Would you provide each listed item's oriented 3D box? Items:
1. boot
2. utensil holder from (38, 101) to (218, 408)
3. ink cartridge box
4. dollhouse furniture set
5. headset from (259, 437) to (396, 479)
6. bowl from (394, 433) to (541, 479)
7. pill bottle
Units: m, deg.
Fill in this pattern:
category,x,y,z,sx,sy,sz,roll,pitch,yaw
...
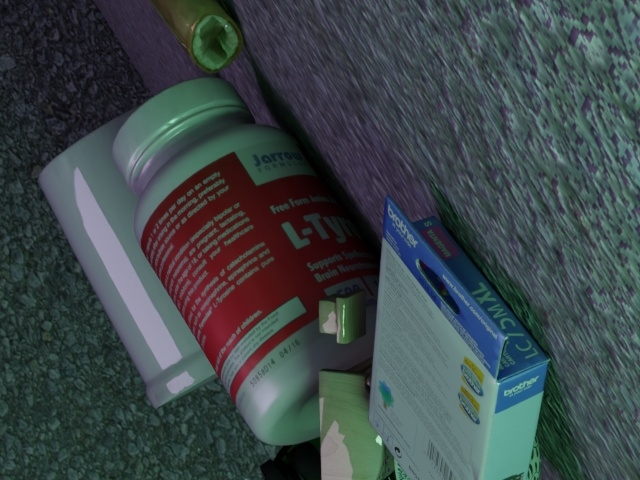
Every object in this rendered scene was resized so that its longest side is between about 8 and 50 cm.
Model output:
category,x,y,z,sx,sy,sz,roll,pitch,yaw
boot,-0.195,-0.343,1.942,0.269,0.089,0.236,57,-176,20
utensil holder,-0.192,0.003,2.526,0.385,0.327,0.327,62,174,3
ink cartridge box,0.114,0.116,1.472,0.186,0.065,0.311,53,156,37
dollhouse furniture set,0.148,0.202,1.790,0.303,0.173,0.356,-24,-65,-58
headset,0.048,0.322,2.099,0.185,0.243,0.394,61,-158,-17
bowl,0.155,0.206,1.628,0.080,0.170,0.170,3,-140,-42
pill bottle,-0.073,0.016,1.993,0.408,0.229,0.229,56,174,22
